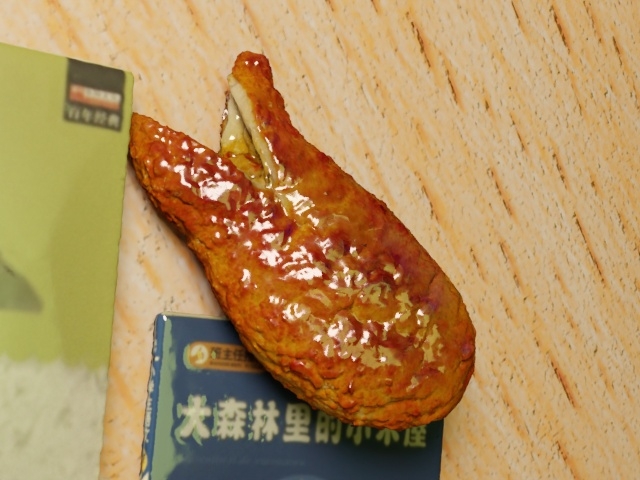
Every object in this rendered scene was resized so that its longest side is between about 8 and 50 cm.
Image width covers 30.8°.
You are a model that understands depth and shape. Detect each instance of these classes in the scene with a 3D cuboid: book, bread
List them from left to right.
[{"bbox_3d":[-0.225,0.059,0.610,0.239,0.035,0.352,9,83,-31],"label":"book"},{"bbox_3d":[-0.018,0.215,0.746,0.228,0.018,0.323,8,83,-33],"label":"book"},{"bbox_3d":[-0.003,0.007,0.717,0.139,0.095,0.269,-43,102,-36],"label":"bread"}]
